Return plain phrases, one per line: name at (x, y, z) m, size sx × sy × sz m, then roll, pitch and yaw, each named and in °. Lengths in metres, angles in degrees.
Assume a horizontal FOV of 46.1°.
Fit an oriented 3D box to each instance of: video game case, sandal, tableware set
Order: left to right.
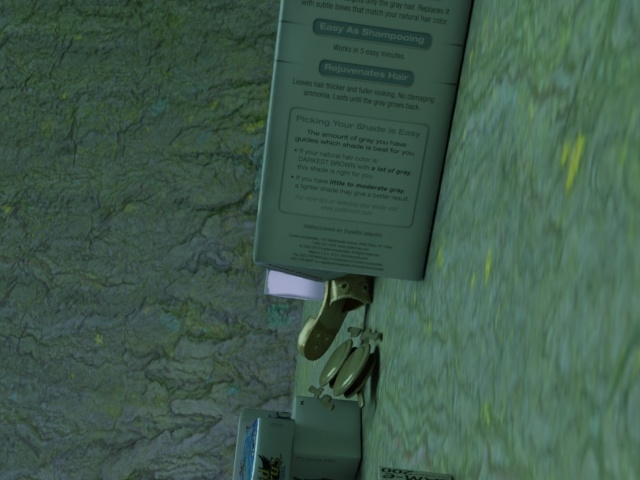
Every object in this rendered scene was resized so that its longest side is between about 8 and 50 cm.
video game case at (-0.094, 0.410, 1.157) m, size 0.269 × 0.061 × 0.244 m, roll 115°, pitch 160°, yaw -68°
sandal at (0.047, 0.094, 1.196) m, size 0.079 × 0.088 × 0.240 m, roll 31°, pitch 98°, yaw 44°
tableware set at (0.045, 0.193, 1.118) m, size 0.128 × 0.039 × 0.194 m, roll -56°, pitch 7°, yaw -8°

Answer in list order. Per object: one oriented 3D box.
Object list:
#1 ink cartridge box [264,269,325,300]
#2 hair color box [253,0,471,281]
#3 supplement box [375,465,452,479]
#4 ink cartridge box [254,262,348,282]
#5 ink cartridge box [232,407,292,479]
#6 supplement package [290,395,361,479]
ink cartridge box at (-0.031, -0.006, 1.726) m, size 0.233 × 0.168 × 0.171 m, roll -88°, pitch 6°, yaw -46°
hair color box at (0.040, -0.157, 0.798) m, size 0.113 × 0.185 × 0.375 m, roll -93°, pitch 10°, yaw -72°
supplement box at (0.070, 0.237, 0.611) m, size 0.036 × 0.062 × 0.098 m, roll -90°, pitch 8°, yaw -70°
ink cartridge box at (0.000, 0.000, 1.091) m, size 0.175 × 0.127 × 0.072 m, roll -21°, pitch 58°, yaw 55°
ink cartridge box at (-0.083, 0.438, 1.583) m, size 0.082 × 0.190 × 0.140 m, roll -128°, pitch 44°, yaw -85°
supplement package at (-0.001, 0.340, 1.180) m, size 0.105 × 0.105 × 0.179 m, roll -88°, pitch 5°, yaw -48°
